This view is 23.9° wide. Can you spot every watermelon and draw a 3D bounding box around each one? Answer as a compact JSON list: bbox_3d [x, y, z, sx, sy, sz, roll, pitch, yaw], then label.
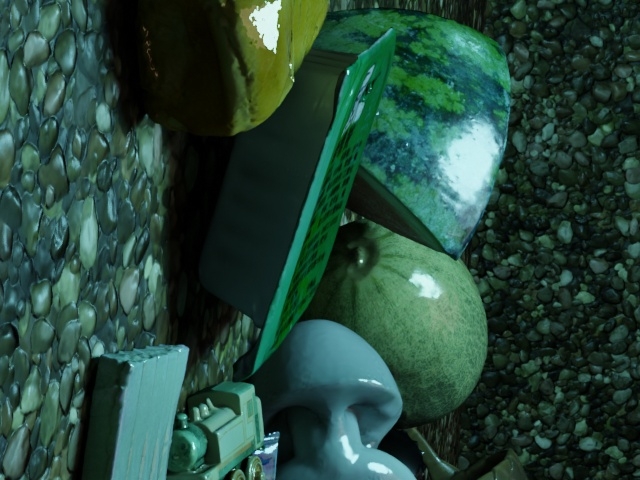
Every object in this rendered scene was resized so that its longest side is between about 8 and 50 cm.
[{"bbox_3d":[0.055,-0.103,1.767,0.250,0.283,0.292,-85,-164,-53],"label":"watermelon"}]

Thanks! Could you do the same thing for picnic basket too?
[{"bbox_3d":[0.163,0.412,2.483,0.293,0.337,0.337,-19,115,-69],"label":"picnic basket"}]

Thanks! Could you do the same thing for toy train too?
[{"bbox_3d":[-0.111,0.214,1.491,0.194,0.081,0.125,-23,108,-73],"label":"toy train"}]

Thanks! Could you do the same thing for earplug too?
[{"bbox_3d":[0.007,0.255,1.759,0.175,0.214,0.325,-145,-131,-76],"label":"earplug"}]

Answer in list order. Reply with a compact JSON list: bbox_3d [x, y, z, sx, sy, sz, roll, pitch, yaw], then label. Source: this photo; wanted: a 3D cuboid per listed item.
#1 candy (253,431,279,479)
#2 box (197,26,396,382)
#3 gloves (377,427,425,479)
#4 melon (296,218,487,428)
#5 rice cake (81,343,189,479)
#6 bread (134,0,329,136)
[{"bbox_3d":[-0.085,0.278,1.649,0.088,0.038,0.136,-2,103,-38],"label":"candy"},{"bbox_3d":[-0.034,-0.058,1.521,0.264,0.106,0.337,-52,161,-69],"label":"box"},{"bbox_3d":[0.033,0.390,1.978,0.203,0.155,0.356,-8,126,-34],"label":"gloves"},{"bbox_3d":[0.088,0.104,1.937,0.329,0.248,0.248,69,29,-53],"label":"melon"},{"bbox_3d":[-0.164,0.192,1.311,0.189,0.037,0.198,-8,103,-77],"label":"rice cake"},{"bbox_3d":[-0.068,-0.224,1.347,0.294,0.132,0.167,-71,168,-52],"label":"bread"}]
